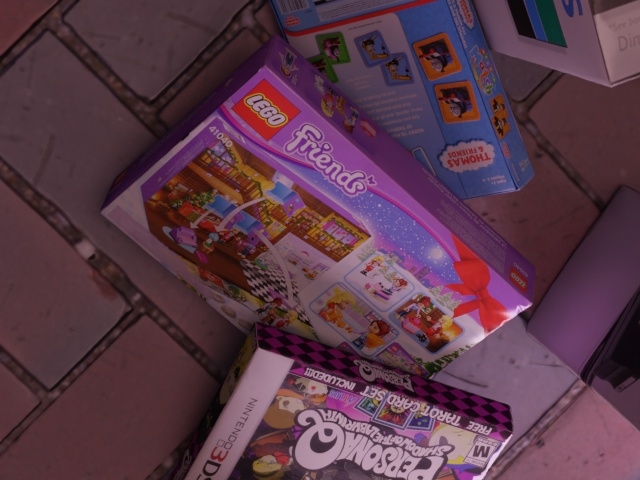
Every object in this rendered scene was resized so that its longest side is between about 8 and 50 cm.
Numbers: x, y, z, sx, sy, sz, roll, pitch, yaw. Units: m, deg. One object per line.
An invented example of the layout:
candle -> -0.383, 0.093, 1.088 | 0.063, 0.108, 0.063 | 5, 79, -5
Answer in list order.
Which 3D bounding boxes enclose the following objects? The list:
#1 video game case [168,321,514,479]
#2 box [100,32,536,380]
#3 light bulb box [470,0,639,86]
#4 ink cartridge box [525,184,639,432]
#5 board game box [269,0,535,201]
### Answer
video game case -> 0.010, 0.185, 1.571 | 0.232, 0.042, 0.210 | 20, 123, -16
box -> 0.000, 0.000, 1.520 | 0.293, 0.057, 0.201 | 41, 121, -17
light bulb box -> 0.280, -0.289, 1.413 | 0.358, 0.361, 0.225 | -20, 105, -8
ink cartridge box -> 0.367, 0.129, 1.502 | 0.285, 0.395, 0.166 | 34, 95, -17
board game box -> 0.062, -0.128, 1.513 | 0.039, 0.160, 0.211 | -40, 114, -50
